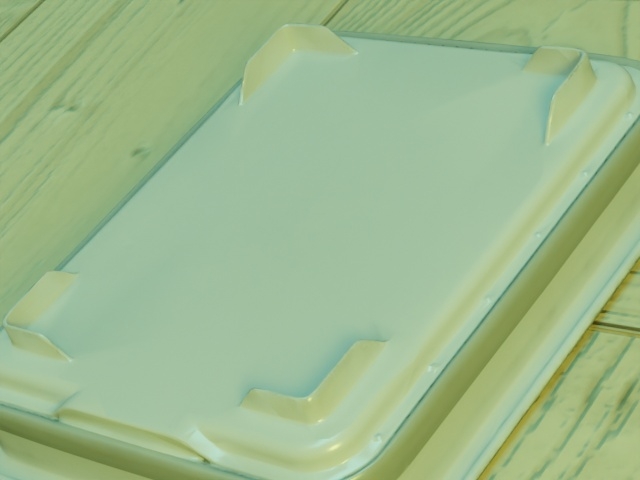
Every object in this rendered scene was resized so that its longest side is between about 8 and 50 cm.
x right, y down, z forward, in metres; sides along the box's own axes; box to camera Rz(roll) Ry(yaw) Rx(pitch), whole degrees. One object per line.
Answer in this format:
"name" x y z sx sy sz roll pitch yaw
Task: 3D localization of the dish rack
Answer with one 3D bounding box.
"dish rack" 0.000 0.000 0.924 0.285 0.072 0.333 11 48 39
